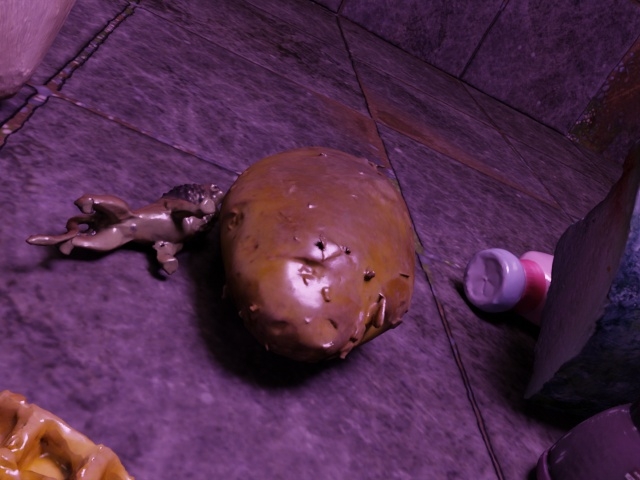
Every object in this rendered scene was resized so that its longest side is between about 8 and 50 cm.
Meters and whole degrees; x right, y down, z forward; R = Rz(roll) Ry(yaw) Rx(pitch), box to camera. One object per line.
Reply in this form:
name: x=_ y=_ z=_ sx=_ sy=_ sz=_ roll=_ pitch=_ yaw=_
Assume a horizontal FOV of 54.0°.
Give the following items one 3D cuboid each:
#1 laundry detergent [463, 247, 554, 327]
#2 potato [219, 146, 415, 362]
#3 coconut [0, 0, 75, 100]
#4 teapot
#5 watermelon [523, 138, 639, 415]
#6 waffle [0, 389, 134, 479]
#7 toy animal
laundry detergent: x=0.335 y=0.073 z=0.855 sx=0.335 sy=0.088 sz=0.159 roll=12 pitch=27 yaw=-32
potato: x=0.000 y=0.000 z=0.581 sx=0.191 sy=0.141 sz=0.296 roll=25 pitch=29 yaw=-7
coconut: x=-0.342 y=-0.259 z=0.572 sx=0.237 sy=0.266 sz=0.237 roll=-8 pitch=22 yaw=3
teapot: x=0.272 y=0.194 z=0.508 sx=0.148 sy=0.146 sz=0.116 roll=37 pitch=27 yaw=12
watermelon: x=0.347 y=0.027 z=0.641 sx=0.289 sy=0.320 sz=0.214 roll=-7 pitch=27 yaw=-13
waffle: x=-0.109 y=0.169 z=0.263 sx=0.211 sy=0.055 sz=0.160 roll=31 pitch=25 yaw=-1
toy animal: x=-0.148 y=-0.011 z=0.532 sx=0.086 sy=0.069 sz=0.220 roll=18 pitch=14 yaw=25
